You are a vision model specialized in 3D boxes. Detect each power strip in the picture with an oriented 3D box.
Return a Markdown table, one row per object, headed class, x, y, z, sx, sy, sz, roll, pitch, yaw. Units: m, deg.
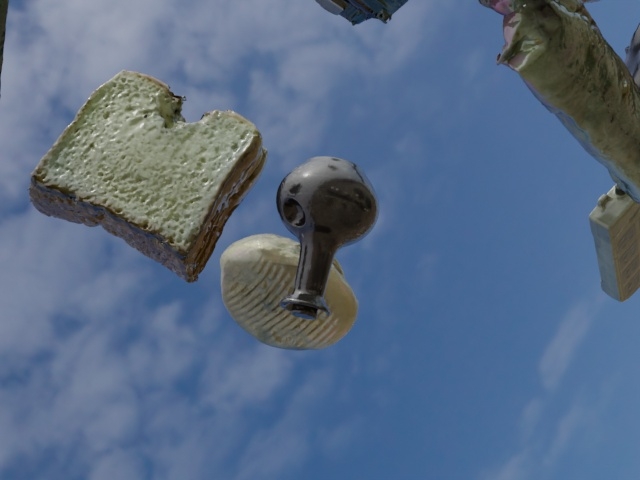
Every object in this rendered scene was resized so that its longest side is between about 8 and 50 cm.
| class | x | y | z | sx | sy | sz | roll | pitch | yaw |
| --- | --- | --- | --- | --- | --- | --- | --- | --- | --- |
| power strip | 0.320 | -0.006 | 1.169 | 0.080 | 0.029 | 0.227 | -46 | -32 | -8 |

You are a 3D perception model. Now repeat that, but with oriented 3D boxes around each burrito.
| class | x | y | z | sx | sy | sz | roll | pitch | yaw |
| --- | --- | --- | --- | --- | --- | --- | --- | --- | --- |
| burrito | 0.215 | -0.113 | 0.891 | 0.309 | 0.066 | 0.096 | 34 | -140 | -47 |

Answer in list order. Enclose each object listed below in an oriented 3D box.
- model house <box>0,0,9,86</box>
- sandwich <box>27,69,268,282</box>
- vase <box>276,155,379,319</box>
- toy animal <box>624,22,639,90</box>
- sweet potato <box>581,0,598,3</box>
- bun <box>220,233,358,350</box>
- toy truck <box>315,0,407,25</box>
| class | x | y | z | sx | sy | sz | roll | pitch | yaw |
| --- | --- | --- | --- | --- | --- | --- | --- | --- | --- |
| model house | -0.497 | -0.226 | 1.179 | 0.249 | 0.230 | 0.281 | -44 | -25 | -52 |
| sandwich | -0.234 | -0.103 | 1.574 | 0.249 | 0.273 | 0.095 | -59 | -18 | -23 |
| vase | 0.000 | 0.000 | 1.283 | 0.120 | 0.120 | 0.183 | 35 | -118 | -56 |
| toy animal | 0.449 | -0.224 | 1.174 | 0.212 | 0.212 | 0.267 | -7 | -52 | -52 |
| sweet potato | 0.275 | -0.385 | 1.611 | 0.109 | 0.385 | 0.109 | 179 | 90 | -87 |
| bun | -0.050 | 0.076 | 1.810 | 0.116 | 0.237 | 0.210 | -53 | -4 | -47 |
| toy truck | 0.066 | -0.239 | 0.774 | 0.088 | 0.259 | 0.121 | 34 | -117 | -13 |
